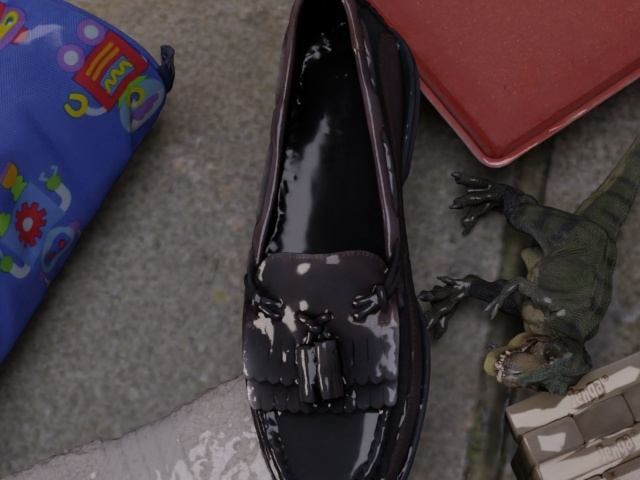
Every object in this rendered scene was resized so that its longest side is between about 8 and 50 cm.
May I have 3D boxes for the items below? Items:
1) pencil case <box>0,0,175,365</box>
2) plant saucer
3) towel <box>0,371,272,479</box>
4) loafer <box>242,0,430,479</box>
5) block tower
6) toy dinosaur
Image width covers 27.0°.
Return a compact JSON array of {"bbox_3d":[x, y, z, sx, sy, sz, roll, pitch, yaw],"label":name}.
[{"bbox_3d":[-0.202,-0.002,0.781,0.119,0.133,0.306,15,70,35],"label":"pencil case"},{"bbox_3d":[0.137,-0.195,0.859,0.258,0.047,0.259,-34,67,-8],"label":"plant saucer"},{"bbox_3d":[-0.064,0.228,0.726,0.187,0.049,0.282,-23,69,-4],"label":"towel"},{"bbox_3d":[0.000,0.000,0.729,0.109,0.095,0.302,-4,68,16],"label":"loafer"},{"bbox_3d":[0.205,0.227,0.681,0.091,0.097,0.335,-23,71,-4],"label":"block tower"},{"bbox_3d":[0.125,0.006,0.772,0.118,0.064,0.268,-1,38,31],"label":"toy dinosaur"}]
